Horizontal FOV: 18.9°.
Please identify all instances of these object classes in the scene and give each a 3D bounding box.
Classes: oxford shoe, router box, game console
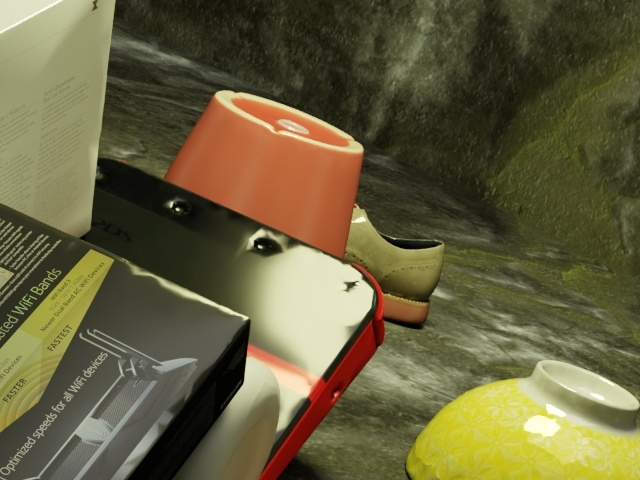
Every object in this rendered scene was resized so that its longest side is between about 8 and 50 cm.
[{"bbox_3d":[0.000,0.000,2.585,0.348,0.130,0.123,18,12,-17],"label":"oxford shoe"},{"bbox_3d":[-0.229,0.127,1.379,0.243,0.081,0.309,25,48,16],"label":"router box"},{"bbox_3d":[-0.161,0.079,1.835,0.386,0.060,0.342,23,45,16],"label":"game console"}]

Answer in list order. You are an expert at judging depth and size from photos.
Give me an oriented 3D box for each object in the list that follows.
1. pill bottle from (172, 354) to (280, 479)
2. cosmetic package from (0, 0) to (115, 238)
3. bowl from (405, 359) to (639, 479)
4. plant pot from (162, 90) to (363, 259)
[{"bbox_3d":[-0.206,0.124,1.569,0.323,0.181,0.181,24,12,15],"label":"pill bottle"},{"bbox_3d":[-0.329,-0.067,1.669,0.097,0.284,0.377,26,35,19],"label":"cosmetic package"},{"bbox_3d":[0.248,0.217,1.999,0.289,0.156,0.289,20,12,-5],"label":"bowl"},{"bbox_3d":[-0.078,-0.035,2.342,0.275,0.243,0.275,21,12,-4],"label":"plant pot"}]
